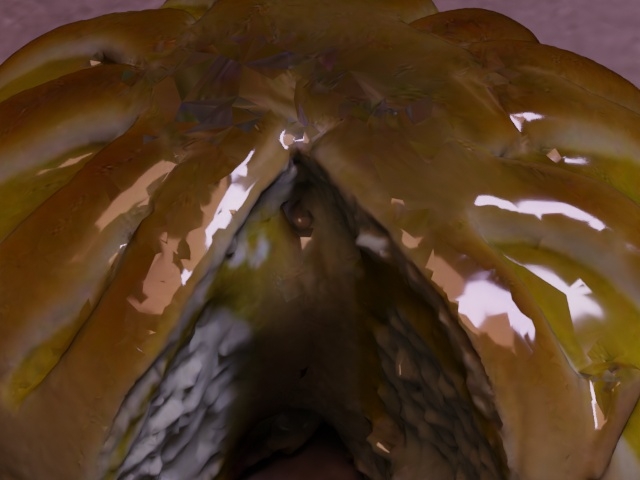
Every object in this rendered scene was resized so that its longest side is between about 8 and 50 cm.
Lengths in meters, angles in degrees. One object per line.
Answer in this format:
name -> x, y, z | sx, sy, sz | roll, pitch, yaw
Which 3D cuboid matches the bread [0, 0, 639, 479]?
bread -> 0.000, 0.000, 0.685 | 0.333, 0.160, 0.333 | -2, 45, 2
